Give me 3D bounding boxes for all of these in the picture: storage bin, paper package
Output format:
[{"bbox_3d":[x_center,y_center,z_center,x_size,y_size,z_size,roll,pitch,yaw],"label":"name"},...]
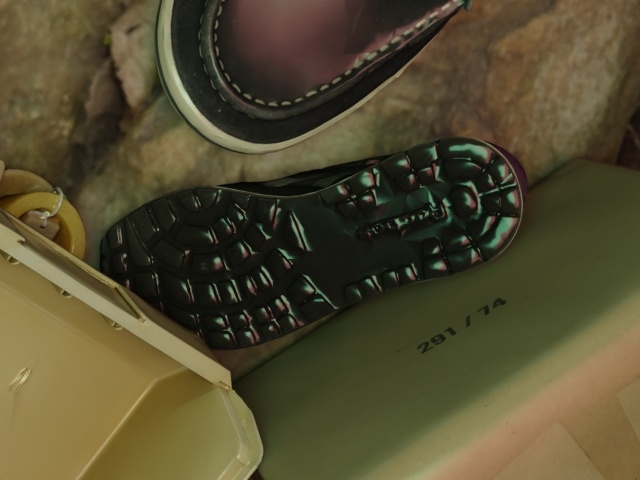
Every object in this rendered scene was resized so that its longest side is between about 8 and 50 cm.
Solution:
[{"bbox_3d":[-0.207,0.124,0.924,0.262,0.123,0.260,37,93,-37],"label":"storage bin"},{"bbox_3d":[0.120,0.109,1.029,0.325,0.309,0.168,-33,105,-7],"label":"paper package"}]

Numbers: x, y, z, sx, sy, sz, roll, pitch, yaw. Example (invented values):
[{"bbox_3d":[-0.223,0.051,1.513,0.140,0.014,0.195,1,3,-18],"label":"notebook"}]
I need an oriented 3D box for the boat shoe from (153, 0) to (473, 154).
[{"bbox_3d":[0.089,-0.254,1.067,0.500,0.156,0.187,-44,105,-5],"label":"boat shoe"}]

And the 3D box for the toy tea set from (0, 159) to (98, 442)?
[{"bbox_3d":[-0.221,0.010,0.990,0.336,0.124,0.200,47,68,-36],"label":"toy tea set"}]

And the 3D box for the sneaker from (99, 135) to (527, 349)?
[{"bbox_3d":[0.000,0.000,1.102,0.283,0.124,0.107,-11,95,13],"label":"sneaker"}]
